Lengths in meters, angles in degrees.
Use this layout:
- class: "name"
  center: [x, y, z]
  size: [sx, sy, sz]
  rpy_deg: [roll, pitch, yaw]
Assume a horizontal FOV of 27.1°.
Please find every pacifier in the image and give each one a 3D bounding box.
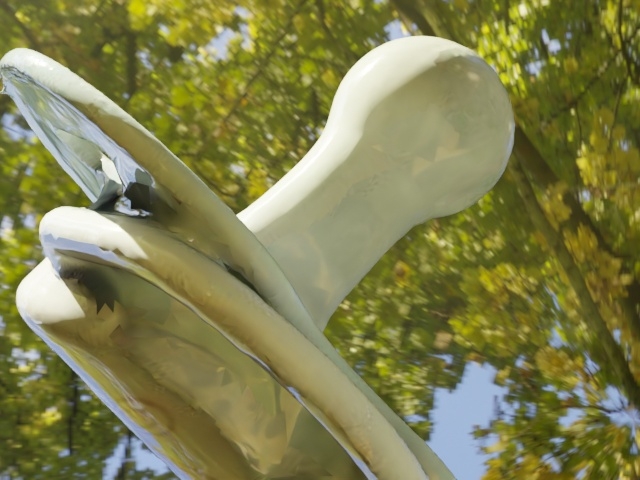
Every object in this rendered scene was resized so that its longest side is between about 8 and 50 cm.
- class: "pacifier"
  center: [0.000, 0.000, 0.564]
  size: [0.226, 0.238, 0.287]
  rpy_deg: [-49, -64, -14]
